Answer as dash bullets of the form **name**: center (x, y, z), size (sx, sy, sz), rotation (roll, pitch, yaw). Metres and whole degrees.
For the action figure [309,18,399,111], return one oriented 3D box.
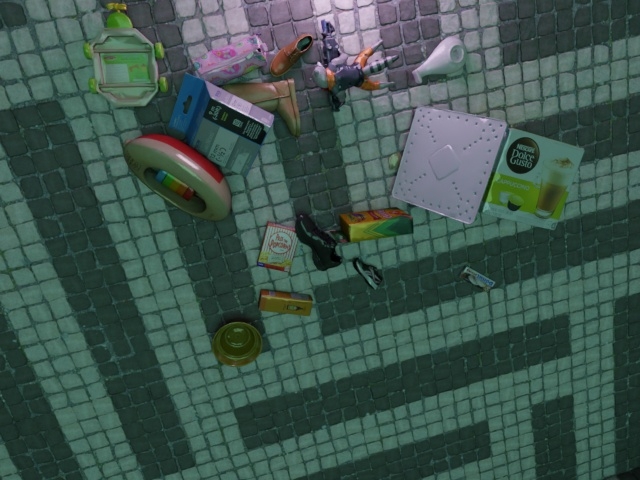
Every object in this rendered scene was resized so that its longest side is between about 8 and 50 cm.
- **action figure**: center (0.111, -0.680, 1.728), size (0.329, 0.178, 0.342), rotation (-21, 111, -13)

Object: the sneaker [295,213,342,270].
- **sneaker**: center (0.000, 0.000, 1.917), size (0.130, 0.109, 0.286), rotation (-11, 123, 39)

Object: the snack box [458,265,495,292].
- **snack box**: center (0.745, 0.185, 2.164), size (0.178, 0.022, 0.064), rotation (27, 99, -16)

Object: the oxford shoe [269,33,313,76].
- **oxford shoe**: center (-0.112, -0.710, 1.730), size (0.212, 0.076, 0.076), rotation (-44, 110, 6)

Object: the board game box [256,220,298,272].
- **board game box**: center (-0.180, 0.029, 1.949), size (0.146, 0.045, 0.194), rotation (12, 104, -13)

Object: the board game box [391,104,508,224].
- **board game box**: center (0.498, -0.306, 1.794), size (0.050, 0.389, 0.391), rotation (0, 110, -47)

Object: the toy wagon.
- **toy wagon**: center (-0.706, -0.665, 1.646), size (0.266, 0.068, 0.345), rotation (-4, 106, -9)

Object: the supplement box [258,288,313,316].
- **supplement box**: center (-0.155, 0.275, 2.010), size (0.233, 0.080, 0.078), rotation (10, 105, -11)

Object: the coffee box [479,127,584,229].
- **coffee box**: center (0.776, -0.273, 1.868), size (0.337, 0.338, 0.335), rotation (12, 104, -13)

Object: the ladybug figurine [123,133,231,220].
- **ladybug figurine**: center (-0.520, -0.249, 1.710), size (0.449, 0.305, 0.162), rotation (37, 58, -21)

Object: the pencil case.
- **pencil case**: center (-0.332, -0.661, 1.683), size (0.283, 0.124, 0.124), rotation (-22, 109, -2)

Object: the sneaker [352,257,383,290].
- **sneaker**: center (0.215, 0.136, 2.045), size (0.077, 0.072, 0.178), rotation (-43, 117, -8)

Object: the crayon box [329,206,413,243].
- **crayon box**: center (0.205, -0.066, 1.904), size (0.318, 0.202, 0.081), rotation (-8, 107, -8)

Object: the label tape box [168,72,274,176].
- **label tape box**: center (-0.383, -0.424, 1.698), size (0.347, 0.115, 0.249), rotation (22, 128, -17)

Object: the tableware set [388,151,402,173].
- **tableware set**: center (0.379, -0.333, 1.952), size (0.168, 0.020, 0.141), rotation (-31, 107, 2)

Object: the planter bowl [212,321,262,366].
- **planter bowl**: center (-0.367, 0.442, 2.015), size (0.216, 0.090, 0.218), rotation (-2, 106, -8)

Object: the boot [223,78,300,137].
- **boot**: center (-0.222, -0.502, 1.770), size (0.269, 0.089, 0.237), rotation (-11, 97, -6)

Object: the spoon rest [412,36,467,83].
- **spoon rest**: center (0.478, -0.719, 1.836), size (0.276, 0.084, 0.137), rotation (-32, 111, -13)
